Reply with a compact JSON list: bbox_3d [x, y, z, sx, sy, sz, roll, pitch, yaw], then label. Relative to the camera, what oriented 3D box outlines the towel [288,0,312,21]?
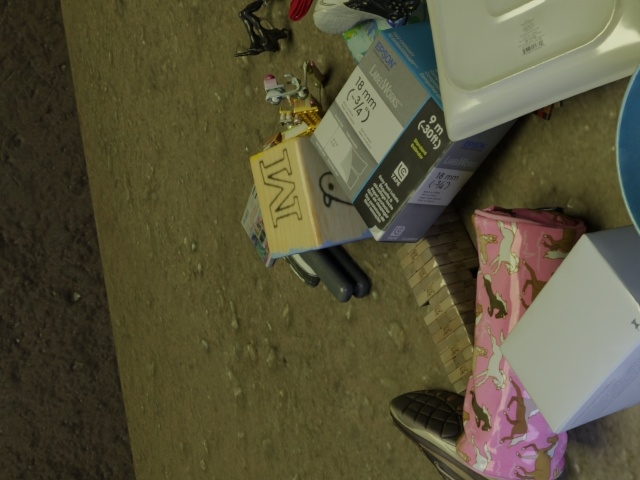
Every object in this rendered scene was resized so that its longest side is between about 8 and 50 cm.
[{"bbox_3d":[-0.002,-0.534,1.634,0.199,0.031,0.275,128,152,-53],"label":"towel"}]

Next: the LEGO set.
[{"bbox_3d":[-0.045,-0.260,1.837,0.287,0.132,0.107,103,166,-73],"label":"LEGO set"}]

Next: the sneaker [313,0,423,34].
[{"bbox_3d":[0.072,-0.378,1.457,0.237,0.085,0.086,2,71,54],"label":"sneaker"}]

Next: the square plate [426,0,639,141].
[{"bbox_3d":[0.264,-0.341,1.221,0.347,0.049,0.344,-18,74,44],"label":"square plate"}]

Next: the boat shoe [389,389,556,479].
[{"bbox_3d":[0.232,0.356,1.550,0.355,0.132,0.130,26,121,55],"label":"boat shoe"}]

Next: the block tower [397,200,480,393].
[{"bbox_3d":[0.213,0.082,1.527,0.091,0.097,0.336,-49,59,53],"label":"block tower"}]

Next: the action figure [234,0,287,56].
[{"bbox_3d":[-0.150,-0.511,1.891,0.164,0.140,0.276,-165,66,-69],"label":"action figure"}]

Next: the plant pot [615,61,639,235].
[{"bbox_3d":[0.471,-0.095,0.937,0.290,0.195,0.290,27,123,53],"label":"plant pot"}]

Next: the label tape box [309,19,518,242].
[{"bbox_3d":[0.150,-0.196,1.437,0.334,0.105,0.241,-54,51,31],"label":"label tape box"}]

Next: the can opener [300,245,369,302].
[{"bbox_3d":[0.000,0.000,1.871,0.283,0.076,0.095,49,139,39],"label":"can opener"}]

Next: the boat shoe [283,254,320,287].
[{"bbox_3d":[-0.063,0.006,1.976,0.219,0.077,0.070,55,141,32],"label":"boat shoe"}]

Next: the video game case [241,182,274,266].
[{"bbox_3d":[-0.125,-0.043,2.121,0.143,0.019,0.157,58,143,31],"label":"video game case"}]

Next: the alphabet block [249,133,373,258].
[{"bbox_3d":[0.007,-0.086,1.722,0.193,0.192,0.197,-13,89,58],"label":"alphabet block"}]

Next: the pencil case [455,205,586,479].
[{"bbox_3d":[0.279,0.146,1.334,0.167,0.160,0.386,-29,-58,-75],"label":"pencil case"}]

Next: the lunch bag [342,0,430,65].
[{"bbox_3d":[0.091,-0.409,1.574,0.176,0.090,0.219,-45,62,51],"label":"lunch bag"}]

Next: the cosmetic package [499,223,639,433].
[{"bbox_3d":[0.374,0.094,1.133,0.138,0.224,0.224,59,144,30],"label":"cosmetic package"}]

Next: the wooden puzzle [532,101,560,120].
[{"bbox_3d":[0.313,-0.203,1.350,0.083,0.006,0.049,42,134,45],"label":"wooden puzzle"}]
